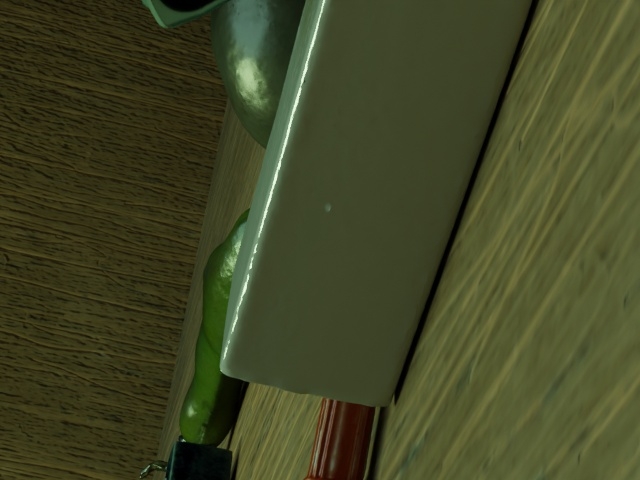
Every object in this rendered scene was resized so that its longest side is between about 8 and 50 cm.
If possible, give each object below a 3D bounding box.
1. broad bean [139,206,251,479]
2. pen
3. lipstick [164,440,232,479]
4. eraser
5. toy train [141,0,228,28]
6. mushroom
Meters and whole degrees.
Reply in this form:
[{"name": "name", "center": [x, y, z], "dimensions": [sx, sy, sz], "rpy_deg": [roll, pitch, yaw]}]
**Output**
[{"name": "broad bean", "center": [-0.079, 0.087, 1.494], "dimensions": [0.075, 0.067, 0.325], "rpy_deg": [-41, -25, -44]}, {"name": "pen", "center": [-0.008, 0.177, 0.769], "dimensions": [0.028, 0.028, 0.239], "rpy_deg": [125, 156, -75]}, {"name": "lipstick", "center": [-0.105, 0.286, 1.356], "dimensions": [0.312, 0.051, 0.051], "rpy_deg": [-86, 13, -46]}, {"name": "eraser", "center": [0.030, -0.074, 0.709], "dimensions": [0.078, 0.076, 0.298], "rpy_deg": [-86, 11, -55]}, {"name": "toy train", "center": [-0.003, -0.145, 0.742], "dimensions": [0.207, 0.047, 0.043], "rpy_deg": [-36, -60, -34]}, {"name": "mushroom", "center": [-0.004, -0.131, 1.056], "dimensions": [0.141, 0.117, 0.188], "rpy_deg": [-52, 19, 50]}]
